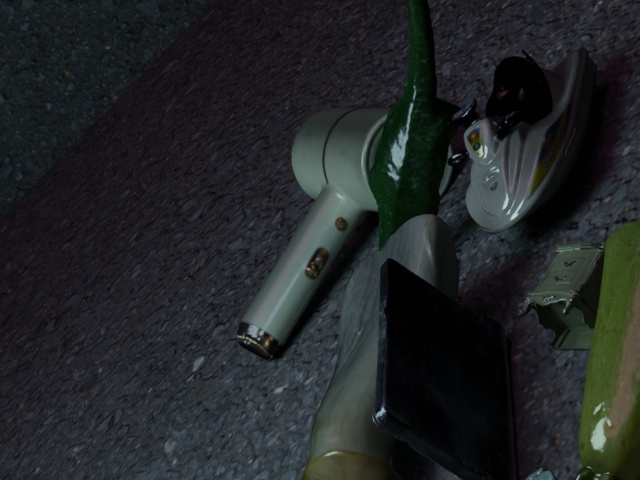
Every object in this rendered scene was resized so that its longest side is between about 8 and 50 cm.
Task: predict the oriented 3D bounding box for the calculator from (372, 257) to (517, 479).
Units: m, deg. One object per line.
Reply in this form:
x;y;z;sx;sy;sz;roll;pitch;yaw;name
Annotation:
0.117;0.124;1.773;0.021;0.161;0.261;-48;18;27;calculator

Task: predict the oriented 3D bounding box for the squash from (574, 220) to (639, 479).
0.279;0.132;1.565;0.137;0.137;0.287;-22;44;45;squash

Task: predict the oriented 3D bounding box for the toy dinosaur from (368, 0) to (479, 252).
0.091;-0.103;2.024;0.301;0.087;0.447;32;-107;-74;toy dinosaur

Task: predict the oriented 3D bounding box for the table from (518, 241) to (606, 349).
0.245;0.053;1.795;0.083;0.062;0.079;-55;23;-21;table

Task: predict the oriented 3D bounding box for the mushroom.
0.057;0.135;1.889;0.122;0.159;0.328;10;48;9;mushroom

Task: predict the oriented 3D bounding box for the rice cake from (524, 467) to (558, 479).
0.121;0.293;1.624;0.245;0.045;0.042;-46;22;1;rice cake

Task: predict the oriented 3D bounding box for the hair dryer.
0.000;0.000;2.277;0.362;0.128;0.203;-59;25;-11;hair dryer

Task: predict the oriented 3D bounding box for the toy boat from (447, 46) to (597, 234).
0.217;-0.118;2.056;0.141;0.140;0.269;-29;13;36;toy boat
